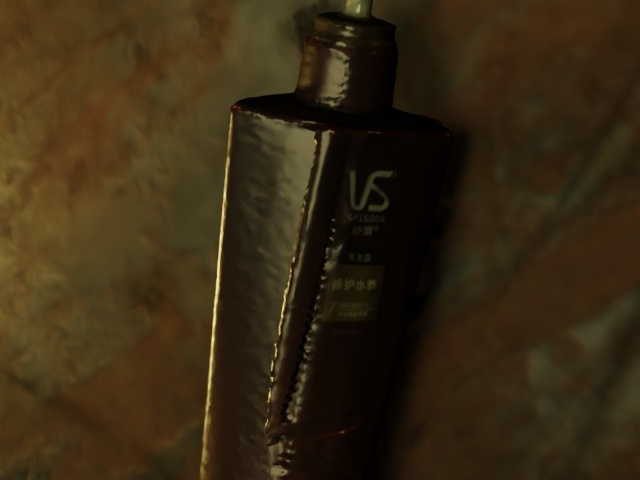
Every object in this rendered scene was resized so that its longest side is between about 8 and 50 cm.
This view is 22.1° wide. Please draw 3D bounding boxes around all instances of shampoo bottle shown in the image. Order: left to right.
[{"bbox_3d":[0.002,0.000,0.584,0.067,0.068,0.236,19,109,34],"label":"shampoo bottle"}]
